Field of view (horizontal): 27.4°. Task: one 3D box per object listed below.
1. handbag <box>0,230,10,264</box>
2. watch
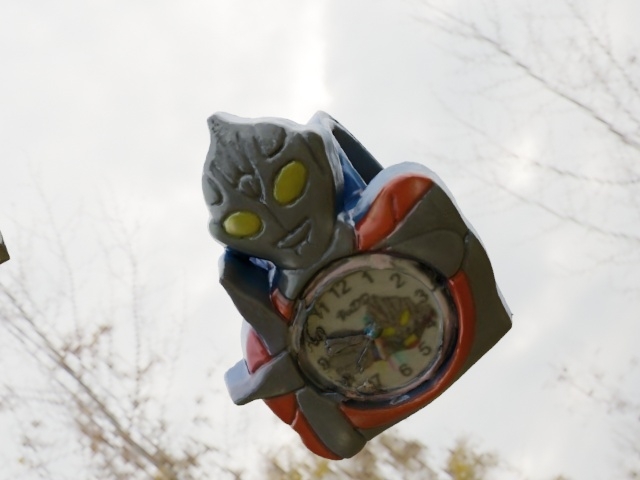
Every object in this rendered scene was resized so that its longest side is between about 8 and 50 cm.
[{"bbox_3d":[-0.259,-0.037,0.747,0.117,0.173,0.095,-28,-38,-4],"label":"handbag"},{"bbox_3d":[0.000,0.000,1.130,0.241,0.305,0.274,-37,14,10],"label":"watch"}]
